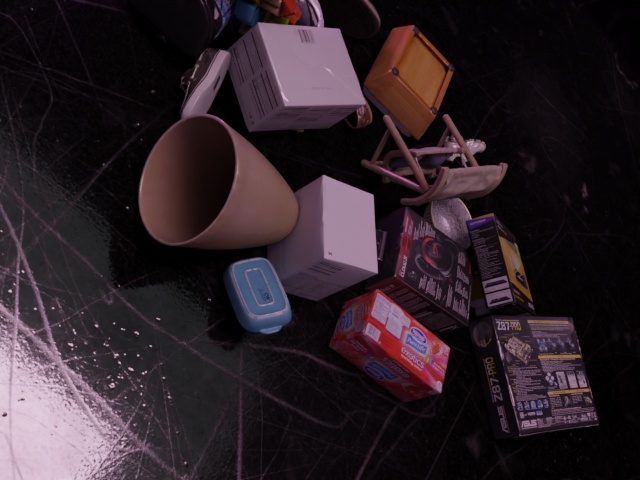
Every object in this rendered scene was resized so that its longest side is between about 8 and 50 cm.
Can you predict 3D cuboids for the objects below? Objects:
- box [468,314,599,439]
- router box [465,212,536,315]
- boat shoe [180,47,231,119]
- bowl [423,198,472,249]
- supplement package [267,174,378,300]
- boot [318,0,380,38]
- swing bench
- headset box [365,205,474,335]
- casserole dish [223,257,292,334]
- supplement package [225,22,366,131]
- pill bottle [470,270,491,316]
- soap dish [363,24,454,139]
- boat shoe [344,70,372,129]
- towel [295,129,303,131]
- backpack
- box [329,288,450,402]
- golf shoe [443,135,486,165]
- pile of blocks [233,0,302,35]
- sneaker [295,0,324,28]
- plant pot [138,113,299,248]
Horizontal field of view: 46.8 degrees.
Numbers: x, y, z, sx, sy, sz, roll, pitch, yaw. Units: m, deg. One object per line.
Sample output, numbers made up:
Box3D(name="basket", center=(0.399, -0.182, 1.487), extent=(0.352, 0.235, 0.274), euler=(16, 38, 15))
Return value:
Box3D(name="box", center=(0.592, 0.369, 2.031), extent=(0.395, 0.097, 0.318), euler=(5, 68, -40))
Box3D(name="router box", center=(0.494, 0.081, 2.008), extent=(0.309, 0.081, 0.242), euler=(24, 52, -63))
Box3D(name="boat shoe", center=(-0.268, -0.339, 1.621), extent=(0.070, 0.077, 0.219), euler=(18, 56, 6))
Box3D(name="bowl", center=(0.331, -0.041, 2.002), extent=(0.170, 0.080, 0.170), euler=(20, 57, -34))
Box3D(name="supplement package", center=(0.000, 0.000, 1.598), extent=(0.149, 0.203, 0.194), euler=(18, 60, -35))
Box3D(name="boot", center=(0.043, -0.765, 2.058), extent=(0.377, 0.138, 0.284), euler=(34, 51, -18))
Box3D(name="swing bench", center=(0.292, -0.191, 1.903), extent=(0.253, 0.165, 0.254), euler=(-7, 44, -41))
Box3D(name="headset box", center=(0.245, 0.071, 1.849), extent=(0.293, 0.110, 0.218), euler=(33, 51, -26))
Box3D(name="casserole dish", center=(-0.126, 0.103, 1.497), extent=(0.114, 0.037, 0.188), euler=(-11, 55, -22))
Box3D(name="supplement package", center=(-0.059, -0.378, 1.726), extent=(0.262, 0.145, 0.204), euler=(-11, 80, -44))
Box3D(name="pill bottle", center=(0.433, 0.146, 2.015), extent=(0.065, 0.065, 0.116), euler=(2, 68, -41))
Box3D(name="soap dish", center=(0.259, -0.462, 2.112), extent=(0.229, 0.118, 0.291), euler=(42, 49, -19))
Box3D(name="boat shoe", center=(0.067, -0.389, 1.936), extent=(0.073, 0.073, 0.207), euler=(-30, 91, -47))
Box3D(name="towel", center=(-0.096, -0.332, 1.795), extent=(0.148, 0.027, 0.110), euler=(24, 56, -33))
Box3D(name="backpack", center=(-0.259, -0.624, 1.658), extent=(0.290, 0.273, 0.355), euler=(44, 35, -8))
Box3D(name="box", center=(0.161, 0.244, 1.682), extent=(0.257, 0.123, 0.128), euler=(39, 49, -22))
Box3D(name="golf shoe", center=(0.431, -0.266, 2.227), extent=(0.176, 0.069, 0.086), euler=(1, 90, -39))
Box3D(name="pile of blocks", center=(-0.110, -0.516, 1.674), extent=(0.113, 0.149, 0.362), euler=(28, 9, 3))
Box3D(name="sneaker", center=(-0.108, -0.616, 1.873), extent=(0.153, 0.101, 0.268), euler=(-25, 82, -45))
Box3D(name="plant pot", center=(-0.175, -0.085, 1.481), extent=(0.274, 0.256, 0.256), euler=(21, 56, -53))
